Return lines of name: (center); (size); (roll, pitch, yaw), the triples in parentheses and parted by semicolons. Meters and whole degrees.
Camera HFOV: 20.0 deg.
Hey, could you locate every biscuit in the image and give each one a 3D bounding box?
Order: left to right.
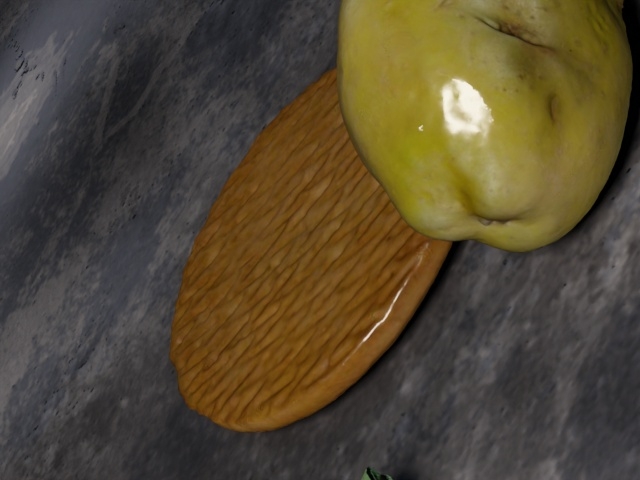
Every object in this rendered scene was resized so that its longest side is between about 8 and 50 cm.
biscuit: (0.000, 0.001, 1.104); (0.262, 0.037, 0.262); (-36, 38, 34)

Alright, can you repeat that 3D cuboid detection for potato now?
potato: (0.085, -0.093, 0.940); (0.137, 0.155, 0.200); (83, -167, -60)

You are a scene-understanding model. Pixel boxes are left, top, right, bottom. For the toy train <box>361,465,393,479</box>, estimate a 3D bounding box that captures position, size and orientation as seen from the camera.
toy train: (0.036, 0.158, 0.909); (0.056, 0.038, 0.093); (-55, 30, 12)
